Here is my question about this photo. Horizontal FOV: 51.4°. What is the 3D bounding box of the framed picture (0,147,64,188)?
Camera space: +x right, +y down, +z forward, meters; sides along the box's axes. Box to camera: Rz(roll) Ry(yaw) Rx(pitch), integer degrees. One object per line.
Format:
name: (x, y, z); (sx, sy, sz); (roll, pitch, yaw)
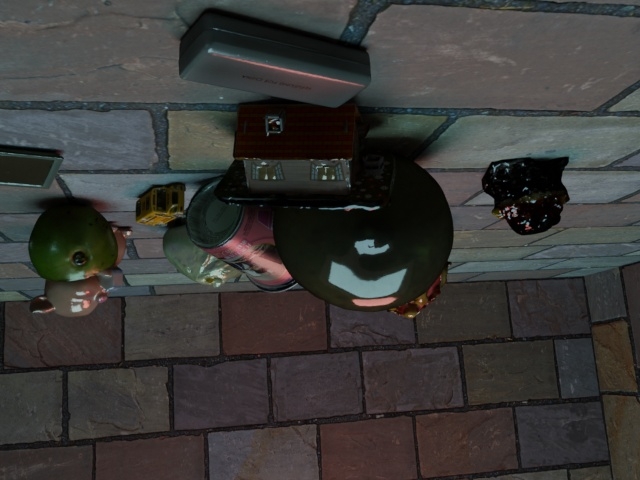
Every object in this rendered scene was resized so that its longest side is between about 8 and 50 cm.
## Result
framed picture: (-0.631, -0.139, 1.226); (0.273, 0.016, 0.216); (3, 168, -29)

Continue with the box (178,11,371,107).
box: (-0.056, -0.230, 0.869); (0.243, 0.055, 0.103); (4, 166, -32)

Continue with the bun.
bun: (-0.294, 0.045, 1.855); (0.283, 0.179, 0.283); (-5, 171, -1)

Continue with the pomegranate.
pomegranate: (-0.571, -0.014, 1.568); (0.190, 0.159, 0.241); (1, -161, 19)

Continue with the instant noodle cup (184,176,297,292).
instant noodle cup: (-0.159, -0.025, 1.495); (0.244, 0.244, 0.255); (-10, 158, 29)

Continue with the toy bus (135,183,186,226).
toy bus: (-0.359, -0.079, 1.490); (0.074, 0.069, 0.162); (6, 166, -33)

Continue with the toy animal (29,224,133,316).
toy animal: (-0.635, 0.083, 1.806); (0.213, 0.256, 0.195); (4, 172, 14)

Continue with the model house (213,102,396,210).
model house: (-0.024, -0.164, 1.096); (0.294, 0.154, 0.207); (2, -147, 11)

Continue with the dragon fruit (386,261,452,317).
dragon fruit: (0.258, 0.087, 1.987); (0.250, 0.291, 0.269); (-3, 169, 21)

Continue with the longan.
longan: (0.085, -0.022, 1.332); (0.361, 0.361, 0.361); (-4, 169, -1)

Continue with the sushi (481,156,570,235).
sushi: (0.470, -0.093, 1.497); (0.172, 0.150, 0.153); (-5, 169, 4)
